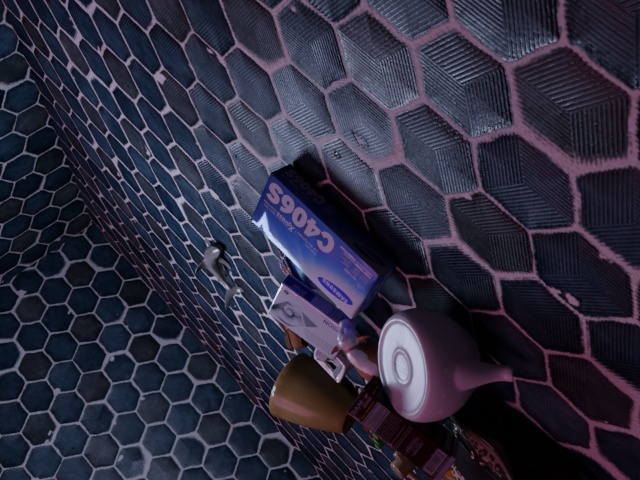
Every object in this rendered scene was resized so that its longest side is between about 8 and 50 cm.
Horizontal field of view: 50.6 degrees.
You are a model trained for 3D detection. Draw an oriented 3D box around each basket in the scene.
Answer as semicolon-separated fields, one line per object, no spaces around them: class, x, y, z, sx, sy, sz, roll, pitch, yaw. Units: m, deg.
basket;0.059;0.319;1.956;0.113;0.103;0.167;44;157;15

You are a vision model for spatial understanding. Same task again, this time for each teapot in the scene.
teapot;0.248;0.255;1.430;0.252;0.187;0.256;111;146;-43

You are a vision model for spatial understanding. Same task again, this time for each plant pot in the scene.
plant pot;-0.003;0.541;2.285;0.254;0.237;0.237;23;146;27

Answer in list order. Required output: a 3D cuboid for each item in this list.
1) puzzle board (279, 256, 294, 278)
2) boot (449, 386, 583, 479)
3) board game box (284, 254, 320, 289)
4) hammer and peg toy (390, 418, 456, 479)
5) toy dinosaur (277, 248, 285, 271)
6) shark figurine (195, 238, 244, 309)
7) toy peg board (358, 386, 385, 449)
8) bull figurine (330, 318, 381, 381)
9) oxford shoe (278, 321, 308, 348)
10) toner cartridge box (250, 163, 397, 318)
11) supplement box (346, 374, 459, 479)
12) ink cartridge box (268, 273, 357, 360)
puzzle board;-0.086;0.095;1.831;0.096;0.011;0.128;65;170;3
boot;0.422;0.524;1.536;0.377;0.138;0.284;41;153;32
board game box;-0.045;0.022;1.730;0.160;0.047;0.210;-5;110;63
hammer and peg toy;0.334;0.628;1.880;0.266;0.127;0.361;43;156;14
toy dinosaur;-0.070;0.065;1.881;0.183;0.053;0.092;49;156;5
shark figurine;-0.397;0.112;2.484;0.166;0.116;0.278;32;149;40
toy peg board;0.166;0.580;2.179;0.160;0.079;0.161;35;152;32
bull figurine;0.164;0.308;1.634;0.310;0.101;0.188;40;-169;16
oxford shoe;-0.088;0.272;2.231;0.076;0.076;0.212;0;129;24
toner cartridge box;0.000;0.000;1.557;0.348;0.075;0.165;43;135;17
supplement box;0.183;0.408;1.487;0.239;0.073;0.130;37;-169;10
ink cartridge box;-0.032;0.219;1.791;0.223;0.045;0.224;35;142;8
